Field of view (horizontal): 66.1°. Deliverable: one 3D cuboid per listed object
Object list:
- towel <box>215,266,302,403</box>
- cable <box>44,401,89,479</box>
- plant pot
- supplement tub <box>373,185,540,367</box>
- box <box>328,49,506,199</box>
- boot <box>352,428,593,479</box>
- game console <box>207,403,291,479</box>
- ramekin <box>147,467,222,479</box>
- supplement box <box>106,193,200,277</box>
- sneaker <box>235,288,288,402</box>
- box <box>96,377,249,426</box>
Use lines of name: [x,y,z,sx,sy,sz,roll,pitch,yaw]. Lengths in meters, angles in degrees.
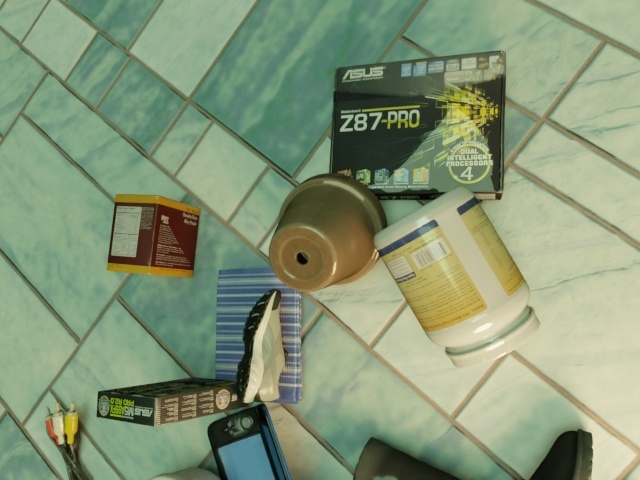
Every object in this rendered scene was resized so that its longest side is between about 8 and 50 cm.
towel: [-0.156,0.237,1.250,0.243,0.040,0.336,-4,81,20]
cable: [-0.709,0.592,1.362,0.139,0.072,0.287,-16,79,21]
plant pot: [0.000,0.000,1.077,0.263,0.229,0.263,6,109,17]
supplement tub: [0.277,0.073,1.007,0.228,0.228,0.316,-30,87,12]
box: [0.223,-0.255,1.149,0.395,0.097,0.318,2,83,20]
boot: [0.296,0.510,1.017,0.445,0.146,0.367,9,65,32]
game console: [-0.154,0.545,1.133,0.250,0.173,0.293,-24,76,14]
ramekin: [-0.313,0.676,1.169,0.273,0.127,0.273,-1,88,32]
supplement box: [-0.428,-0.008,1.280,0.129,0.191,0.194,4,85,18]
sneaker: [-0.127,0.250,1.174,0.100,0.108,0.271,-25,52,58]
box: [-0.334,0.366,1.137,0.216,0.270,0.060,-7,80,35]
